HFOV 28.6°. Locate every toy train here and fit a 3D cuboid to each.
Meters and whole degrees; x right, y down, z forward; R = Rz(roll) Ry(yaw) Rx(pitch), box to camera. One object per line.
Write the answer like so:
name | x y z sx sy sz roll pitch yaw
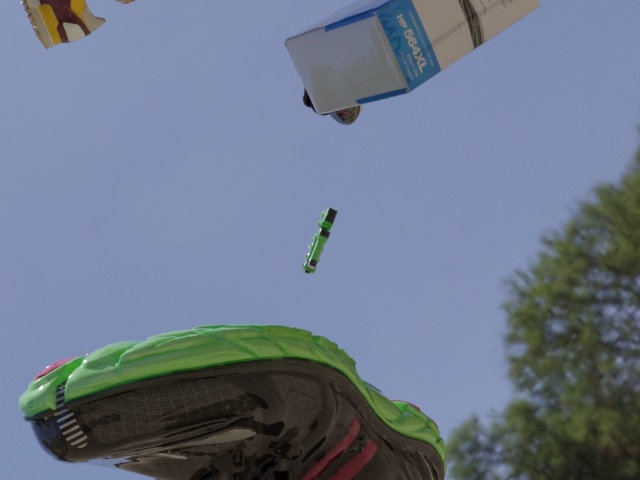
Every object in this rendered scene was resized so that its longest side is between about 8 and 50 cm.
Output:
toy train | 0.000 0.000 1.428 0.083 0.017 0.023 -70 12 -21

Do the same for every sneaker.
sneaker | -0.033 0.197 1.003 0.185 0.202 0.482 -17 -30 32
sneaker | 0.012 -0.196 1.721 0.170 0.063 0.075 66 -135 -64
sneaker | -0.293 -0.303 1.342 0.083 0.069 0.186 -22 -64 -13

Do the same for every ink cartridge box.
ink cartridge box | 0.091 -0.211 1.221 0.203 0.086 0.148 -34 16 -32

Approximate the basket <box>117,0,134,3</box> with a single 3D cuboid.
basket | -0.121 -0.382 1.304 0.299 0.213 0.223 -24 -67 -1
